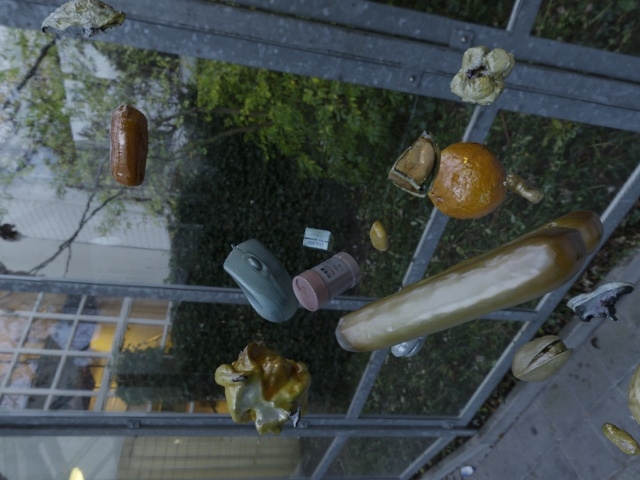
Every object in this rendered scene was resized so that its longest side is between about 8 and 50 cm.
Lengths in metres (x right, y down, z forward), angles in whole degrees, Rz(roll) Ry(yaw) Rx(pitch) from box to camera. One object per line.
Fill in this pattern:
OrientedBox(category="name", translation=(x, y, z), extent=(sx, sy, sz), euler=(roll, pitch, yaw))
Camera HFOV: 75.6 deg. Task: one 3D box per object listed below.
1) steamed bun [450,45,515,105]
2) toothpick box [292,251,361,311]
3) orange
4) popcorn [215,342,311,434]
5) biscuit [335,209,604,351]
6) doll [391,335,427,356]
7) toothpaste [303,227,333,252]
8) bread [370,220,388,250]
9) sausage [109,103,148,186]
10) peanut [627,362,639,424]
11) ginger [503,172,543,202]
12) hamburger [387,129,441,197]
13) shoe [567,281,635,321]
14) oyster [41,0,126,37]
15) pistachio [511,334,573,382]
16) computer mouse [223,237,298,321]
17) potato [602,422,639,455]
OrientedBox(category="steamed bun", translation=(0.507, -0.541, 1.329), extent=(0.192, 0.106, 0.177), euler=(38, 99, 49))
OrientedBox(category="toothpick box", translation=(0.017, 0.102, 1.042), extent=(0.098, 0.149, 0.098), euler=(34, 138, 37))
OrientedBox(category="orange", translation=(0.612, -0.249, 1.766), extent=(0.340, 0.294, 0.340), euler=(60, 177, 5))
OrientedBox(category="popcorn", translation=(-0.179, 0.495, 1.407), extent=(0.281, 0.298, 0.315), euler=(-109, -6, -82))
OrientedBox(category="biscuit", translation=(0.178, 0.054, 0.501), extent=(0.291, 0.237, 0.062), euler=(-33, 77, 37))
OrientedBox(category="doll", translation=(0.279, 0.263, 1.293), extent=(0.258, 0.153, 0.194), euler=(-17, 33, 54))
OrientedBox(category="toothpaste", translation=(0.000, 0.000, 1.454), extent=(0.313, 0.089, 0.070), euler=(39, -118, -84))
OrientedBox(category="bread", translation=(0.200, -0.012, 1.431), extent=(0.115, 0.056, 0.082), euler=(67, -179, -61))
OrientedBox(category="sausage", translation=(-0.508, -0.244, 1.094), extent=(0.098, 0.098, 0.238), euler=(-96, 24, -48))
OrientedBox(category="peanut", translation=(0.895, 0.339, 1.060), extent=(0.324, 0.140, 0.153), euler=(-65, -14, 1))
OrientedBox(category="ginger", translation=(0.689, -0.182, 1.393), extent=(0.214, 0.133, 0.058), euler=(-24, -33, -58))
OrientedBox(category="hamburger", translation=(0.353, -0.266, 1.460), extent=(0.207, 0.156, 0.135), euler=(-57, -10, -12))
OrientedBox(category="shoe", translation=(0.770, 0.177, 1.114), extent=(0.169, 0.071, 0.099), euler=(-36, 49, 35))
OrientedBox(category="oyster", translation=(-0.508, -0.471, 0.865), extent=(0.209, 0.133, 0.071), euler=(32, 133, 41))
OrientedBox(category="pistachio", translation=(0.739, 0.397, 1.384), extent=(0.135, 0.136, 0.225), euler=(-94, 27, -43))
OrientedBox(category="computer mouse", translation=(-0.207, 0.151, 1.560), extent=(0.188, 0.370, 0.122), euler=(-46, 14, -29))
OrientedBox(category="potato", translation=(0.740, 0.488, 1.015), extent=(0.092, 0.047, 0.045), euler=(39, 112, 62))
